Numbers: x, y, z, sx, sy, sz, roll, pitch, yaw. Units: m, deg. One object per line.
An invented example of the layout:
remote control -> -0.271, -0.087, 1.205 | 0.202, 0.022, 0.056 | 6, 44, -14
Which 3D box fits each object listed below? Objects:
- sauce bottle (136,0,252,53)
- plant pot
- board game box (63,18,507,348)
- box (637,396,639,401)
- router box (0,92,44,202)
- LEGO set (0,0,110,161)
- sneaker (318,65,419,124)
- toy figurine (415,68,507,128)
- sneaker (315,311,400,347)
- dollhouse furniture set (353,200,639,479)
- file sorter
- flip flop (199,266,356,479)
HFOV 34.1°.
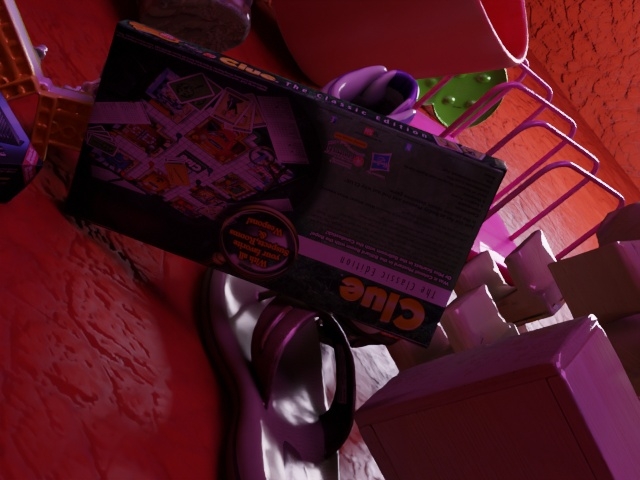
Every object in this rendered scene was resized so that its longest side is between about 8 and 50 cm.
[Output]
sauce bottle -> -0.125, -0.347, 1.016 | 0.111, 0.111, 0.344 | 24, 54, -47
plant pot -> 0.089, -0.303, 1.234 | 0.275, 0.243, 0.275 | 42, 41, -51
board game box -> -0.026, -0.034, 0.679 | 0.259, 0.136, 0.030 | 21, 18, -2
box -> 0.487, 0.227, 1.380 | 0.213, 0.117, 0.243 | 27, 32, -43
router box -> -0.232, -0.070, 0.606 | 0.092, 0.038, 0.122 | 55, 23, 15
LEGO set -> -0.175, -0.137, 0.722 | 0.287, 0.132, 0.107 | 36, 17, -16
sneaker -> 0.054, -0.089, 1.013 | 0.102, 0.161, 0.282 | 54, 21, 14
toy figurine -> 0.181, -0.270, 1.643 | 0.173, 0.130, 0.159 | 4, 31, -28
sneaker -> 0.027, 0.065, 0.802 | 0.061, 0.065, 0.158 | 58, 5, 9
dollhouse furniture set -> 0.238, 0.133, 0.778 | 0.394, 0.362, 0.256 | -32, 97, -50
file sorter -> 0.228, -0.119, 1.353 | 0.202, 0.182, 0.291 | 24, 34, -46
flip flop -> -0.016, 0.092, 0.698 | 0.112, 0.080, 0.277 | 36, 25, -30
